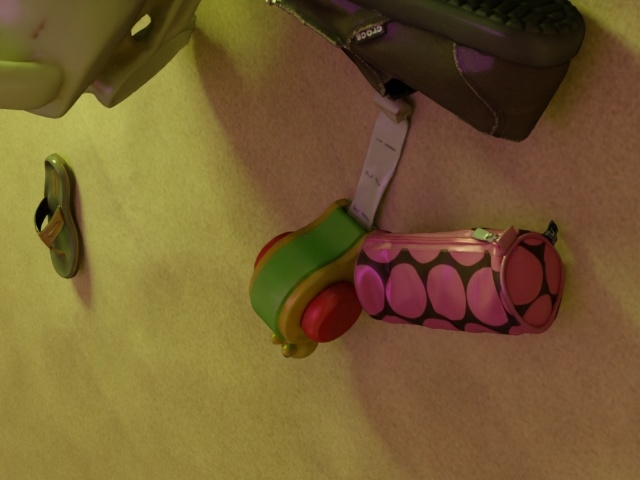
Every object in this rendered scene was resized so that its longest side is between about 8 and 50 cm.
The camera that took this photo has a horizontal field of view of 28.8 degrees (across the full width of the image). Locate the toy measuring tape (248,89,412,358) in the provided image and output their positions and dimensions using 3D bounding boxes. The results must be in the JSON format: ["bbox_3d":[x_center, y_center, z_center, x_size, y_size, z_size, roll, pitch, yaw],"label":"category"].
[{"bbox_3d":[0.000,0.000,1.225,0.121,0.121,0.330,45,136,30],"label":"toy measuring tape"}]

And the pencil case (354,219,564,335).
[{"bbox_3d":[0.116,0.029,1.113,0.209,0.095,0.098,-3,138,50],"label":"pencil case"}]

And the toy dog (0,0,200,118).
[{"bbox_3d":[-0.332,-0.318,1.231,0.408,0.395,0.284,42,148,1],"label":"toy dog"}]

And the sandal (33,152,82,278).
[{"bbox_3d":[-0.371,-0.032,1.726,0.072,0.049,0.180,24,124,44],"label":"sandal"}]

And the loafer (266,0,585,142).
[{"bbox_3d":[0.050,-0.180,1.064,0.366,0.134,0.130,33,129,39],"label":"loafer"}]
